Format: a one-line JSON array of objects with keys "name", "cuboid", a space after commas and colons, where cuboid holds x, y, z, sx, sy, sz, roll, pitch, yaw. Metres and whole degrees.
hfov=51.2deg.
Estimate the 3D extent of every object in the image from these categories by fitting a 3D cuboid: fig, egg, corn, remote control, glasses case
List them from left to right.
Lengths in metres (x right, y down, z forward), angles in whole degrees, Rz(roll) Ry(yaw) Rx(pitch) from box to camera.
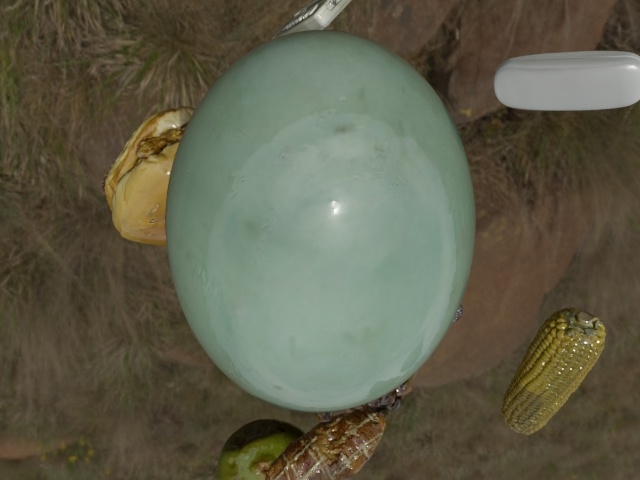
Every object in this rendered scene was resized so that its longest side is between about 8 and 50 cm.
[{"name": "fig", "cuboid": [-0.118, 0.538, 1.550, 0.240, 0.239, 0.271, -10, 153, -6]}, {"name": "remote control", "cuboid": [-0.017, -0.387, 1.183, 0.049, 0.230, 0.090, 46, 76, -19]}, {"name": "egg", "cuboid": [0.000, 0.000, 0.615, 0.276, 0.276, 0.388, -8, 136, -10]}, {"name": "corn", "cuboid": [0.535, 0.304, 1.561, 0.144, 0.143, 0.387, -2, 135, -17]}, {"name": "glasses case", "cuboid": [0.400, -0.257, 1.083, 0.234, 0.059, 0.092, 4, 138, 27]}]

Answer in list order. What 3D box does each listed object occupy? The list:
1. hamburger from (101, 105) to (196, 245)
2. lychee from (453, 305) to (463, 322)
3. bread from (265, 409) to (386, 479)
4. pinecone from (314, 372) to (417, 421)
[{"name": "hamburger", "cuboid": [-0.249, -0.104, 1.283, 0.305, 0.174, 0.284, 7, 139, -45]}, {"name": "lychee", "cuboid": [0.303, 0.164, 1.585, 0.067, 0.068, 0.083, -15, 129, -5]}, {"name": "bread", "cuboid": [0.011, 0.359, 1.119, 0.233, 0.104, 0.076, -28, 156, -8]}, {"name": "pinecone", "cuboid": [0.038, 0.269, 1.666, 0.385, 0.384, 0.384, -9, 144, -7]}]
